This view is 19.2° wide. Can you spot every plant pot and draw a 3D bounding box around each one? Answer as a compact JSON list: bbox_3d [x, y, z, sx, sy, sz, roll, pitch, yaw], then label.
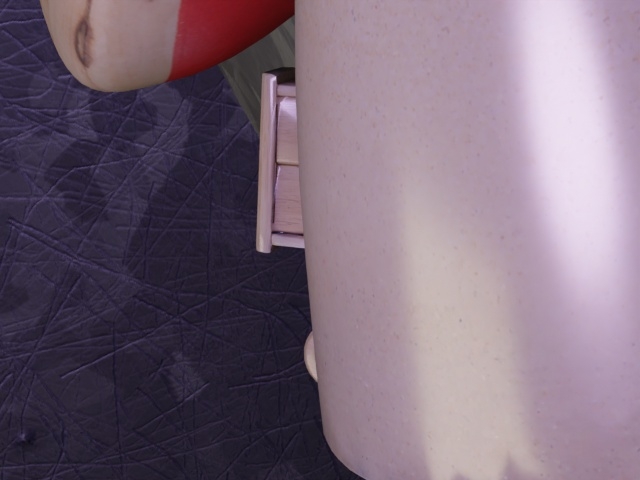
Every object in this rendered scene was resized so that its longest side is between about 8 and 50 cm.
[{"bbox_3d":[0.093,-0.091,0.611,0.256,0.256,0.274,-140,35,-71],"label":"plant pot"}]

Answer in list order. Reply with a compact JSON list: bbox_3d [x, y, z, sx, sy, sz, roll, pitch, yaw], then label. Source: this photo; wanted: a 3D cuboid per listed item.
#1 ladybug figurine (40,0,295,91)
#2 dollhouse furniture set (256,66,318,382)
[{"bbox_3d":[-0.055,-0.233,0.960,0.449,0.161,0.305,129,144,-73],"label":"ladybug figurine"},{"bbox_3d":[0.000,0.000,1.038,0.355,0.173,0.303,-30,-56,-69],"label":"dollhouse furniture set"}]
